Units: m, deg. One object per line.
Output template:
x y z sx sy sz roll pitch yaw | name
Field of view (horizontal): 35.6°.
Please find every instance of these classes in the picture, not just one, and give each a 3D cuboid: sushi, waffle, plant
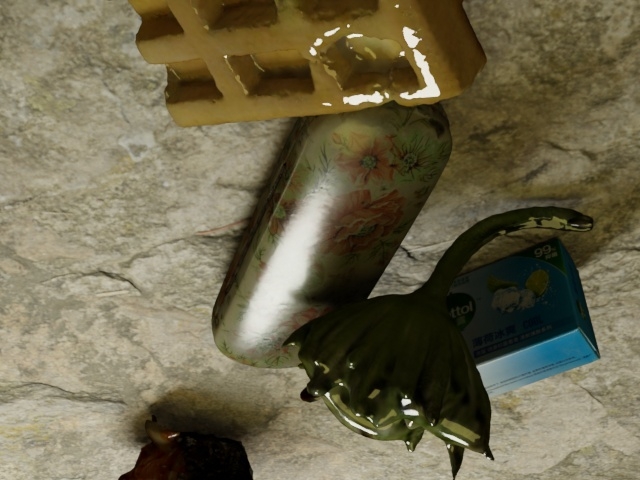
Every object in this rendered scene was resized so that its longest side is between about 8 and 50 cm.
-0.176 0.405 1.356 0.196 0.343 0.182 -32 148 30 | sushi
-0.057 -0.233 0.771 0.304 0.077 0.348 0 140 33 | waffle
0.120 0.091 1.095 0.251 0.333 0.180 25 149 15 | plant

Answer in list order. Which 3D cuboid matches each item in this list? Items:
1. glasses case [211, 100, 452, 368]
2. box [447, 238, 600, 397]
0.000 0.000 1.076 0.156 0.098 0.425 8 136 -20 | glasses case
0.211 0.099 1.158 0.194 0.139 0.073 -24 132 22 | box
